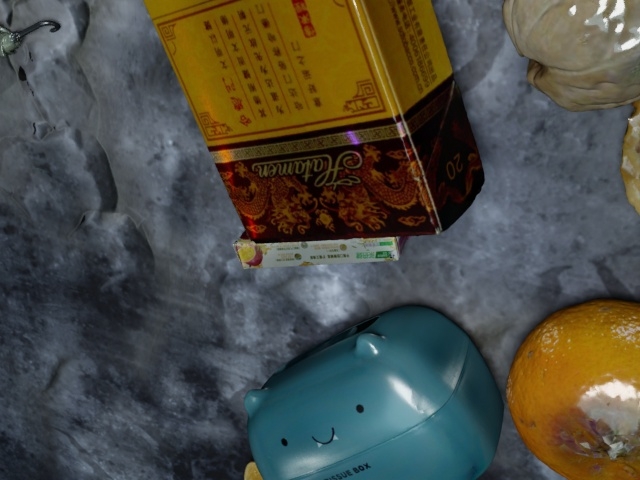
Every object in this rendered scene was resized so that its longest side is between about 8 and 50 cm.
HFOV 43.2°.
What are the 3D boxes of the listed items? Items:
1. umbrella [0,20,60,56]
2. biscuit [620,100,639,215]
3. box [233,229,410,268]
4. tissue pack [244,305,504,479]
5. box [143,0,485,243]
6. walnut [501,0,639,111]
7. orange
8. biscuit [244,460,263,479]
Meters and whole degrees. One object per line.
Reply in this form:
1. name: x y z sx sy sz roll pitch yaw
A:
1. umbrella: -0.432 -0.231 1.002 0.269 0.044 0.044 -14 82 25
2. biscuit: 0.415 -0.079 0.748 0.259 0.079 0.259 9 121 14
3. box: 0.000 0.000 0.964 0.207 0.050 0.041 -4 118 22
4. tissue pack: 0.054 0.201 0.967 0.287 0.198 0.206 -29 101 32
5. box: -0.026 -0.196 0.782 0.264 0.116 0.415 -4 119 41
6. walnut: 0.269 -0.215 0.681 0.230 0.178 0.178 -29 105 19
7. orange: 0.314 0.173 0.873 0.224 0.170 0.224 9 119 17
8. biscuit: 0.002 0.364 1.139 0.239 0.041 0.212 -43 70 15
